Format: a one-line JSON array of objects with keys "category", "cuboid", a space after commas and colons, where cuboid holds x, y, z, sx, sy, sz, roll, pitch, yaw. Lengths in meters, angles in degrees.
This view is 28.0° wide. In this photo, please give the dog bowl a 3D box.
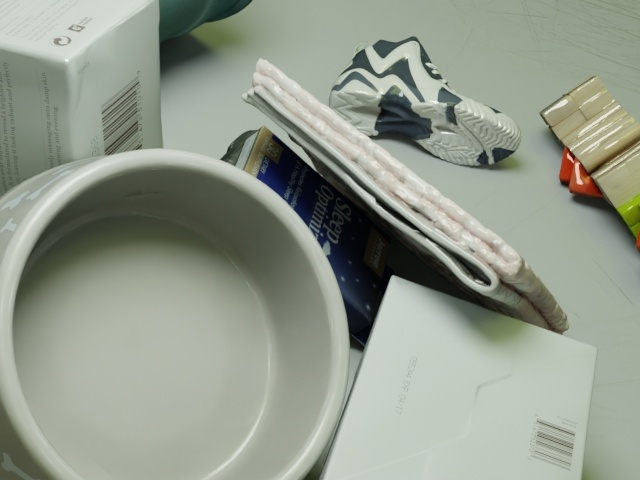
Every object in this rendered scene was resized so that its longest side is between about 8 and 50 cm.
[{"category": "dog bowl", "cuboid": [-0.129, 0.084, 1.043, 0.348, 0.102, 0.349, 8, 74, -28]}]

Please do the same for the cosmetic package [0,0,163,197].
[{"category": "cosmetic package", "cuboid": [-0.351, -0.150, 1.211, 0.385, 0.217, 0.156, 18, 39, 18]}]

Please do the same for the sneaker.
[{"category": "sneaker", "cuboid": [0.135, -0.185, 1.571, 0.235, 0.094, 0.153, 10, 49, 5]}]

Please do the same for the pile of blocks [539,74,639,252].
[{"category": "pile of blocks", "cuboid": [0.364, -0.062, 1.535, 0.112, 0.149, 0.362, -34, 39, 7]}]

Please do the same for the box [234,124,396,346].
[{"category": "box", "cuboid": [0.000, 0.000, 1.288, 0.225, 0.036, 0.136, 42, 36, -20]}]

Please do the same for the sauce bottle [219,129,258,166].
[{"category": "sauce bottle", "cuboid": [-0.133, -0.002, 1.261, 0.111, 0.111, 0.344, 27, 43, 10]}]

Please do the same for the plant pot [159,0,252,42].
[{"category": "plant pot", "cuboid": [-0.284, -0.317, 1.410, 0.341, 0.341, 0.334, 31, 50, 15]}]

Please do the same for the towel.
[{"category": "towel", "cuboid": [0.090, -0.026, 1.276, 0.332, 0.053, 0.317, 40, 1, 22]}]

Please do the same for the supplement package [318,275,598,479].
[{"category": "supplement package", "cuboid": [0.111, 0.192, 1.110, 0.204, 0.145, 0.262, 20, 41, 2]}]
